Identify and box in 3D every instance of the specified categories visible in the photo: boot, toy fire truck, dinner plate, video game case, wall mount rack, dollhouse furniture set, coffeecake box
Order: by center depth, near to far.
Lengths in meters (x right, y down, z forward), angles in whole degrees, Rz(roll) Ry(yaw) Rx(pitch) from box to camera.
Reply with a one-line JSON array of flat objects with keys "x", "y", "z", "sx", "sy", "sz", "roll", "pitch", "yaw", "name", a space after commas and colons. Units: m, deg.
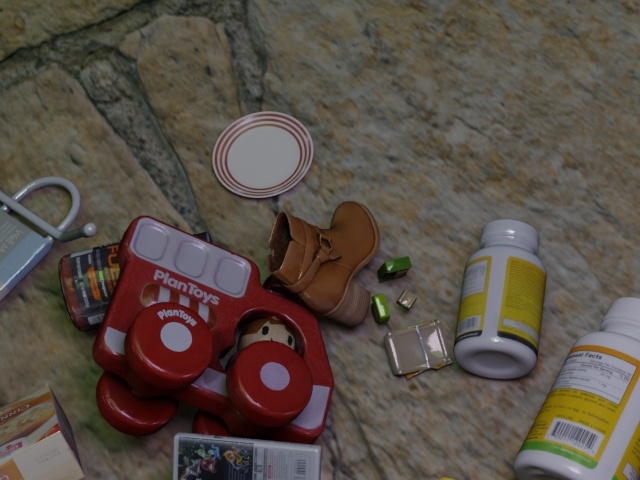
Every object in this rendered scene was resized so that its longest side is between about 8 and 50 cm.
[{"x": -0.088, "y": 0.323, "z": 1.688, "sx": 0.173, "sy": 0.022, "sz": 0.190, "roll": 4, "pitch": 99, "yaw": 10, "name": "video game case"}, {"x": -0.368, "y": 0.258, "z": 1.742, "sx": 0.142, "sy": 0.068, "sz": 0.185, "roll": -27, "pitch": 17, "yaw": -8, "name": "coffeecake box"}, {"x": -0.121, "y": 0.117, "z": 1.763, "sx": 0.302, "sy": 0.169, "sz": 0.254, "roll": 22, "pitch": 52, "yaw": -11, "name": "toy fire truck"}, {"x": 0.000, "y": 0.000, "z": 1.838, "sx": 0.073, "sy": 0.152, "sz": 0.197, "roll": -32, "pitch": 40, "yaw": 32, "name": "boot"}, {"x": 0.109, "y": 0.101, "z": 1.851, "sx": 0.076, "sy": 0.058, "sz": 0.152, "roll": -14, "pitch": 78, "yaw": -9, "name": "dollhouse furniture set"}, {"x": -0.436, "y": 0.032, "z": 1.890, "sx": 0.304, "sy": 0.130, "sz": 0.350, "roll": 29, "pitch": 69, "yaw": 35, "name": "wall mount rack"}, {"x": -0.079, "y": -0.116, "z": 2.008, "sx": 0.141, "sy": 0.017, "sz": 0.141, "roll": -4, "pitch": 59, "yaw": 6, "name": "dinner plate"}]

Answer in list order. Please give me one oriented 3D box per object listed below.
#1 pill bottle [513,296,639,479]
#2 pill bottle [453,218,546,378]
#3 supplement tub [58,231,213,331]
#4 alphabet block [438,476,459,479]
[{"x": 0.335, "y": 0.193, "z": 1.697, "sx": 0.136, "sy": 0.136, "sz": 0.246, "roll": 23, "pitch": 66, "yaw": 20, "name": "pill bottle"}, {"x": 0.226, "y": 0.071, "z": 1.804, "sx": 0.103, "sy": 0.103, "sz": 0.184, "roll": 5, "pitch": 61, "yaw": 11, "name": "pill bottle"}, {"x": -0.232, "y": 0.045, "z": 1.885, "sx": 0.198, "sy": 0.106, "sz": 0.106, "roll": -15, "pitch": 59, "yaw": -1, "name": "supplement tub"}, {"x": 0.186, "y": 0.396, "z": 1.565, "sx": 0.192, "sy": 0.197, "sz": 0.193, "roll": 15, "pitch": 63, "yaw": 17, "name": "alphabet block"}]
